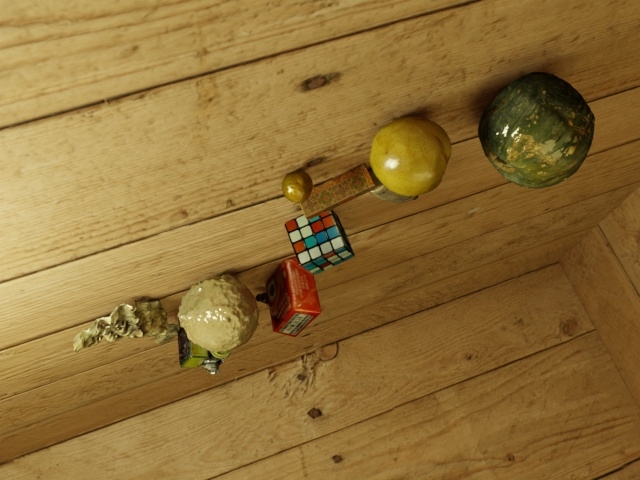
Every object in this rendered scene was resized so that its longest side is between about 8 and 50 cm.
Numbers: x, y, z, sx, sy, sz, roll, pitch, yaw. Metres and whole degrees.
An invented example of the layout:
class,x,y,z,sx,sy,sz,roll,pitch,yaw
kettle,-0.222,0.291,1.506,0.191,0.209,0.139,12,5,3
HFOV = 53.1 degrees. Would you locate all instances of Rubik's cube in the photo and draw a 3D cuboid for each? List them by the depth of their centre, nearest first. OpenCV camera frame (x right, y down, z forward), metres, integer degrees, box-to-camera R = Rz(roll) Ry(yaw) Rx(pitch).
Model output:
class,x,y,z,sx,sy,sz,roll,pitch,yaw
Rubik's cube,0.000,0.000,2.013,0.154,0.155,0.151,-25,160,9

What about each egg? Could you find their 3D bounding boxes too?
class,x,y,z,sx,sy,sz,roll,pitch,yaw
egg,-0.340,0.250,2.163,0.279,0.279,0.310,-6,166,-37

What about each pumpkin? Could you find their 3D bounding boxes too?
class,x,y,z,sx,sy,sz,roll,pitch,yaw
pumpkin,0.572,-0.284,1.692,0.257,0.291,0.328,-49,171,2

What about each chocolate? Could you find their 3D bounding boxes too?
class,x,y,z,sx,sy,sz,roll,pitch,yaw
chocolate,-0.104,0.202,2.321,0.108,0.234,0.237,3,150,-28

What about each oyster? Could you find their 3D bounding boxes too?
class,x,y,z,sx,sy,sz,roll,pitch,yaw
oyster,-0.647,0.289,2.143,0.238,0.114,0.351,-31,158,23

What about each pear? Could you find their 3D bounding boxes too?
class,x,y,z,sx,sy,sz,roll,pitch,yaw
pear,0.227,-0.217,1.647,0.209,0.208,0.209,-19,160,-7

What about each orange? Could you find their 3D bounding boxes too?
class,x,y,z,sx,sy,sz,roll,pitch,yaw
orange,-0.061,-0.142,1.701,0.085,0.085,0.095,-19,166,-7

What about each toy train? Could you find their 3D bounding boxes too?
class,x,y,z,sx,sy,sz,roll,pitch,yaw
toy train,-0.434,0.361,2.357,0.178,0.260,0.134,8,146,-30

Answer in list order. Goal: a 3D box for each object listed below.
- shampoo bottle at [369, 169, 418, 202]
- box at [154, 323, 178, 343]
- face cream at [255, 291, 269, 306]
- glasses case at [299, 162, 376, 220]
class,x,y,z,sx,sy,sz,roll,pitch,yaw
shampoo bottle,0.229,-0.161,1.948,0.127,0.078,0.257,-29,158,28
box,-0.597,0.362,2.479,0.062,0.044,0.098,-2,153,-40
face cream,-0.162,0.231,2.540,0.078,0.078,0.273,-32,157,26
glasses case,0.046,-0.137,1.831,0.218,0.075,0.049,-25,162,7
